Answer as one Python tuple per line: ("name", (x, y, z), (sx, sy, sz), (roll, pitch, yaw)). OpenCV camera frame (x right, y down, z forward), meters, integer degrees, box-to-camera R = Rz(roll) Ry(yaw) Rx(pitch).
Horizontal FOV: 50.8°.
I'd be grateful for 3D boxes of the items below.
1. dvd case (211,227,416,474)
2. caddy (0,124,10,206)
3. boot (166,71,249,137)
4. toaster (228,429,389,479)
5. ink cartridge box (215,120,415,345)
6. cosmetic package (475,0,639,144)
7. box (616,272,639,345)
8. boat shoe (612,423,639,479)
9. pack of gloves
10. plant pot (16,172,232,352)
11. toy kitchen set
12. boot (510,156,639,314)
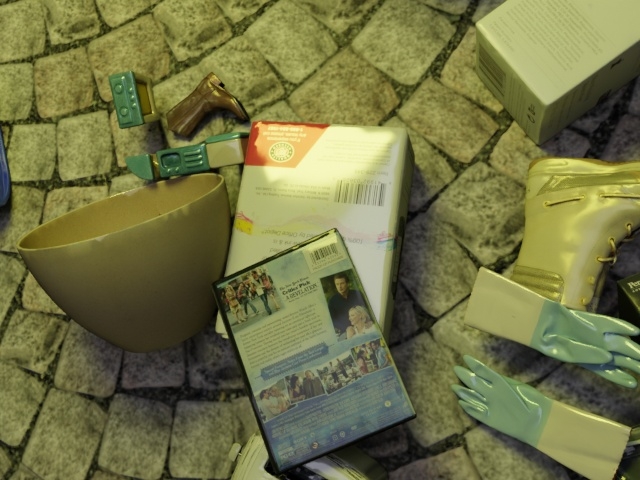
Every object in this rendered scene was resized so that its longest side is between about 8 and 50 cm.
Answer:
("dvd case", (-0.015, 0.130, 0.824), (0.180, 0.022, 0.253), (-24, 71, 5))
("caddy", (-0.645, -0.167, 1.069), (0.179, 0.241, 0.341), (-19, 74, 4))
("boot", (-0.183, -0.196, 1.075), (0.114, 0.037, 0.106), (-42, 73, 5))
("toaster", (-0.008, 0.318, 0.860), (0.227, 0.146, 0.129), (25, 85, 17))
("ink cartridge box", (0.000, 0.000, 0.938), (0.226, 0.131, 0.306), (7, 81, 14))
("cosmetic package", (0.327, -0.258, 0.908), (0.184, 0.151, 0.151), (-35, 73, 5))
("box", (0.498, 0.088, 0.744), (0.261, 0.103, 0.184), (-23, 44, 7))
("boat shoe", (0.481, 0.208, 0.784), (0.335, 0.121, 0.119), (-28, 71, 5))
("pack of gloves", (0.283, 0.162, 0.844), (0.232, 0.046, 0.195), (23, 105, 34))
("plant pot", (-0.243, 0.042, 0.938), (0.284, 0.284, 0.191), (-12, 108, 10))
("toy kitchen set", (-0.206, -0.182, 1.002), (0.207, 0.122, 0.166), (-8, 98, 12))
("boot", (0.375, 0.003, 0.847), (0.262, 0.095, 0.203), (9, 80, 33))
